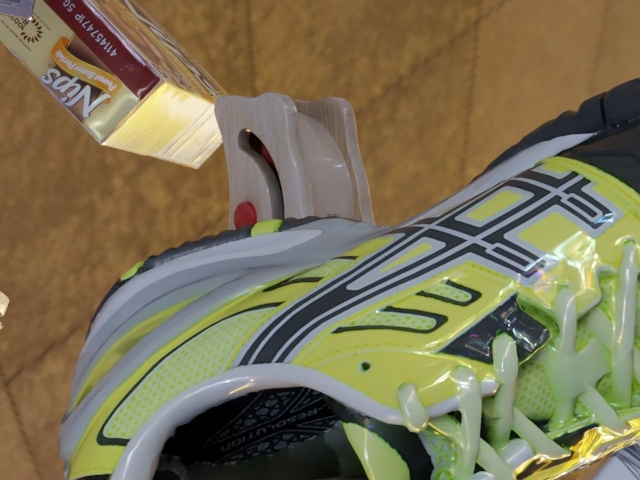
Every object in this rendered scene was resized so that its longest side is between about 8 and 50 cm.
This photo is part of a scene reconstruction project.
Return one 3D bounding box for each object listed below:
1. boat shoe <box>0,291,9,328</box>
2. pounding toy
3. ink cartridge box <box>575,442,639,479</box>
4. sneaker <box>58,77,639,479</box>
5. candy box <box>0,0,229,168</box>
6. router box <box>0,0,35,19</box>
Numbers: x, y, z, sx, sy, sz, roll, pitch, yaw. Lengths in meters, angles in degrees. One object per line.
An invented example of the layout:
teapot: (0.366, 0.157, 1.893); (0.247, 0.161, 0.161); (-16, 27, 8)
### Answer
boat shoe: (-0.450, 0.057, 1.627); (0.324, 0.116, 0.097); (46, 60, -63)
pounding toy: (0.000, 0.000, 1.329); (0.155, 0.270, 0.154); (0, 162, -38)
ink cartridge box: (0.196, 0.225, 1.024); (0.273, 0.114, 0.197); (-40, 167, -32)
sneaker: (0.079, 0.047, 0.577); (0.384, 0.145, 0.147); (-21, -155, 16)
candy box: (-0.192, -0.169, 1.454); (0.087, 0.183, 0.316); (-44, 172, 8)
router box: (-0.343, -0.259, 1.042); (0.308, 0.243, 0.081); (9, 119, -16)
